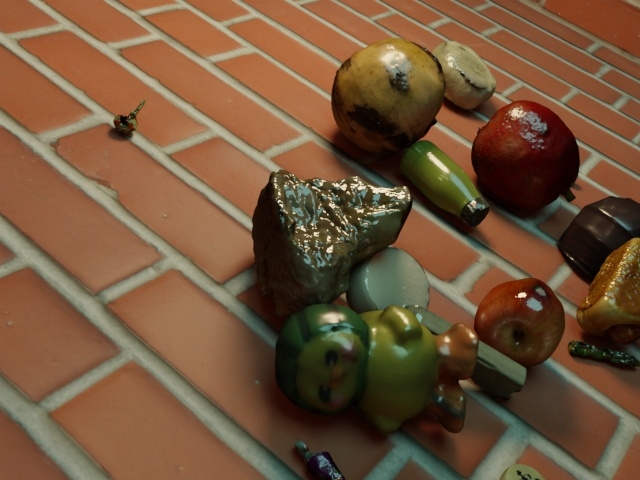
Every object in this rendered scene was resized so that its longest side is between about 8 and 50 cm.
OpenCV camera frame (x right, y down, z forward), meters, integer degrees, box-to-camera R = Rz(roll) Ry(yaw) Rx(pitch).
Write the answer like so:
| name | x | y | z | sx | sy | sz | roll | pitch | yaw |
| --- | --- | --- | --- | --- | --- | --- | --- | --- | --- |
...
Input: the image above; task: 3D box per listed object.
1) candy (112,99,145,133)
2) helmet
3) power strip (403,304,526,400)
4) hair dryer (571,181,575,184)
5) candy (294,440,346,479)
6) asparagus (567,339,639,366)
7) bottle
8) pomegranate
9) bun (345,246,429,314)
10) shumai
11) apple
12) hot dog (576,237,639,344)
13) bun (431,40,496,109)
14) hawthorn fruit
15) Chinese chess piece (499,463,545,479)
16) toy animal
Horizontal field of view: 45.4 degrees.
| name | x | y | z | sx | sy | sz | roll | pitch | yaw |
| --- | --- | --- | --- | --- | --- | --- | --- | --- | --- |
| candy | -0.445 | -0.302 | 1.822 | 0.055 | 0.049 | 0.184 | 23 | 28 | -8 |
| helmet | 0.749 | -0.018 | 1.906 | 0.305 | 0.177 | 0.225 | -19 | 50 | -38 |
| power strip | 0.256 | 0.205 | 1.419 | 0.286 | 0.080 | 0.048 | 31 | 52 | -10 |
| hair dryer | 0.691 | -0.164 | 2.182 | 0.063 | 0.038 | 0.124 | 27 | 45 | 11 |
| candy | 0.017 | 0.372 | 1.187 | 0.043 | 0.045 | 0.175 | -36 | 59 | -10 |
| asparagus | 0.609 | 0.245 | 1.629 | 0.165 | 0.030 | 0.036 | 15 | 13 | -4 |
| bottle | 0.313 | -0.138 | 1.902 | 0.112 | 0.112 | 0.260 | -13 | 49 | -36 |
| pomegranate | 0.176 | -0.372 | 1.972 | 0.322 | 0.322 | 0.322 | 13 | 38 | -10 |
| bun | 0.122 | 0.100 | 1.507 | 0.173 | 0.120 | 0.173 | 11 | 67 | -27 |
| shumai | 0.023 | -0.005 | 1.468 | 0.283 | 0.217 | 0.346 | -3 | 34 | -21 |
| apple | 0.400 | 0.160 | 1.527 | 0.199 | 0.199 | 0.199 | 13 | 38 | -10 |
| hot dog | 0.686 | 0.127 | 1.692 | 0.153 | 0.150 | 0.256 | 42 | 56 | 1 |
| bun | 0.436 | -0.516 | 2.402 | 0.239 | 0.141 | 0.239 | 30 | 38 | -26 |
| hawthorn fruit | 0.543 | -0.210 | 1.994 | 0.307 | 0.265 | 0.265 | 50 | 43 | 7 |
| Chinese chess piece | 0.343 | 0.417 | 1.286 | 0.084 | 0.034 | 0.084 | 13 | 36 | -10 |
| toy animal | 0.085 | 0.208 | 1.309 | 0.338 | 0.216 | 0.191 | 8 | 12 | -11 |
